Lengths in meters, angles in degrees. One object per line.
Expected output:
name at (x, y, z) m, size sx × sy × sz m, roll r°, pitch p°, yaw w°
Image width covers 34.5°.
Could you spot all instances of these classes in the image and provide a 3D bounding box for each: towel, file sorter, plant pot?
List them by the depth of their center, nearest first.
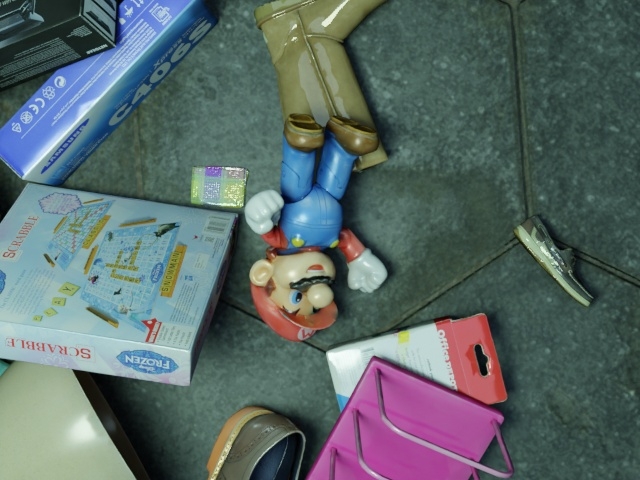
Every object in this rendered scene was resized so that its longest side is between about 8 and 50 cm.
file sorter at (0.099, 0.347, 1.362) m, size 0.202 × 0.182 × 0.290 m, roll 25°, pitch 107°, yaw -8°
plant pot at (-0.367, 0.288, 1.381) m, size 0.191 × 0.284 × 0.284 m, roll -30°, pitch 87°, yaw -11°
towel at (-0.150, -0.080, 1.526) m, size 0.083 × 0.009 × 0.060 m, roll 3°, pitch 90°, yaw 5°

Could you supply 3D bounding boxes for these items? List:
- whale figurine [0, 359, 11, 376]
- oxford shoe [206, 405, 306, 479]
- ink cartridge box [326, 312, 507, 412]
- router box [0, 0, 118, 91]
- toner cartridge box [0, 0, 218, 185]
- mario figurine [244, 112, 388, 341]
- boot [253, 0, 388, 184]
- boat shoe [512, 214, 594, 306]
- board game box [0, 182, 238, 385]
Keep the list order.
whale figurine at (-0.512, 0.297, 1.481) m, size 0.216 × 0.141 × 0.272 m, roll 24°, pitch 88°, yaw 5°
oxford shoe at (-0.121, 0.409, 1.412) m, size 0.130 × 0.133 × 0.363 m, roll 23°, pitch 79°, yaw -31°
ink cartridge box at (0.136, 0.189, 1.466) m, size 0.231 × 0.078 × 0.134 m, roll -14°, pitch 89°, yaw 4°
router box at (-0.424, -0.335, 1.425) m, size 0.309 × 0.081 × 0.243 m, roll -15°, pitch 61°, yaw 22°
toner cartridge box at (-0.301, -0.229, 1.463) m, size 0.075 × 0.165 × 0.348 m, roll 45°, pitch 93°, yaw 4°
mario figurine at (0.000, 0.000, 1.403) m, size 0.198 × 0.170 × 0.320 m, roll 12°, pitch 113°, yaw 5°
boot at (0.044, -0.236, 1.481) m, size 0.236 × 0.089 × 0.269 m, roll -19°, pitch 88°, yaw 14°
boat shoe at (0.340, 0.028, 1.465) m, size 0.049 × 0.056 × 0.152 m, roll -43°, pitch 86°, yaw 8°
board game box at (-0.295, 0.049, 1.389) m, size 0.318 × 0.318 × 0.066 m, roll 9°, pitch 124°, yaw 3°
